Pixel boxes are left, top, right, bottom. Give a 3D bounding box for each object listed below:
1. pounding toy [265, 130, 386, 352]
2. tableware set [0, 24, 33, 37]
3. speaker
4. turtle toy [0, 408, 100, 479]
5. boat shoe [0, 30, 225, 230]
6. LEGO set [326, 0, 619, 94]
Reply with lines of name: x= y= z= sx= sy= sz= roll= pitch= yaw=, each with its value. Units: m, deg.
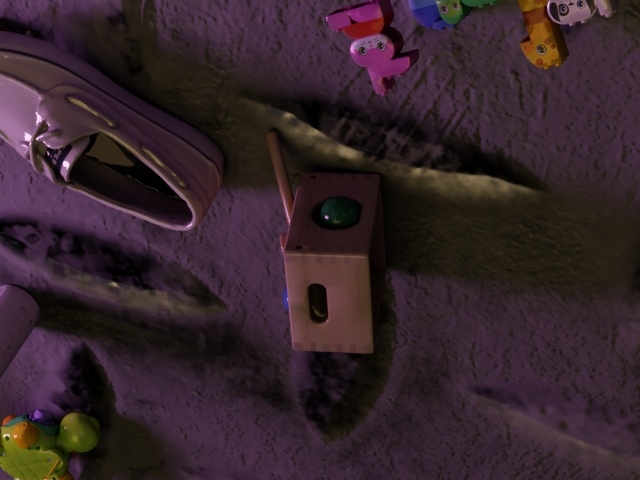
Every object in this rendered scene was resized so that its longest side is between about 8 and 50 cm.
pounding toy: x=0.000 y=0.000 z=1.534 sx=0.100 sy=0.130 sz=0.141 roll=1 pitch=130 yaw=8
tableware set: x=-0.326 y=-0.160 z=1.603 sx=0.154 sy=0.024 sz=0.104 roll=17 pitch=133 yaw=9
speaker: x=-0.325 y=0.106 z=1.752 sx=0.055 sy=0.136 sz=0.055 roll=12 pitch=133 yaw=14
turtle toy: x=-0.287 y=0.213 z=1.875 sx=0.130 sy=0.066 sz=0.095 roll=-13 pitch=123 yaw=32
boat shoe: x=-0.213 y=-0.088 z=1.551 sx=0.267 sy=0.088 sz=0.096 roll=30 pitch=128 yaw=-11
LEGO set: x=0.133 y=-0.163 z=1.348 sx=0.227 sy=0.087 sz=0.093 roll=-11 pitch=108 yaw=31
